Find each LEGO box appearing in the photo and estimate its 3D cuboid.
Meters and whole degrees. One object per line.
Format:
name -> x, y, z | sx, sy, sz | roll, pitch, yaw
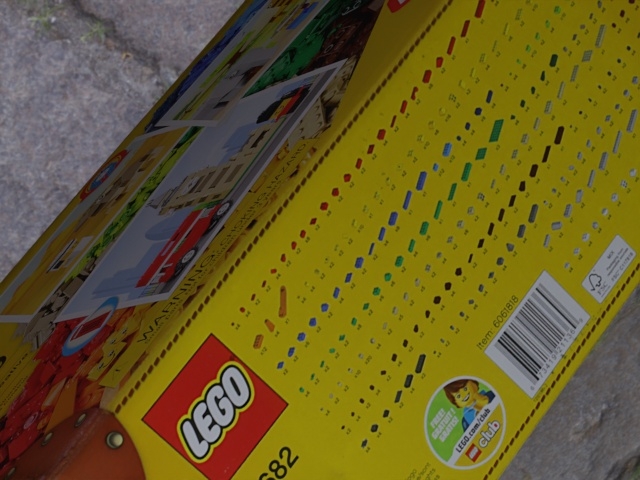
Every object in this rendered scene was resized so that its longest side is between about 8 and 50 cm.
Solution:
LEGO box -> 0.000, 0.000, 1.030 | 0.193, 0.500, 0.372 | 45, 161, -18
